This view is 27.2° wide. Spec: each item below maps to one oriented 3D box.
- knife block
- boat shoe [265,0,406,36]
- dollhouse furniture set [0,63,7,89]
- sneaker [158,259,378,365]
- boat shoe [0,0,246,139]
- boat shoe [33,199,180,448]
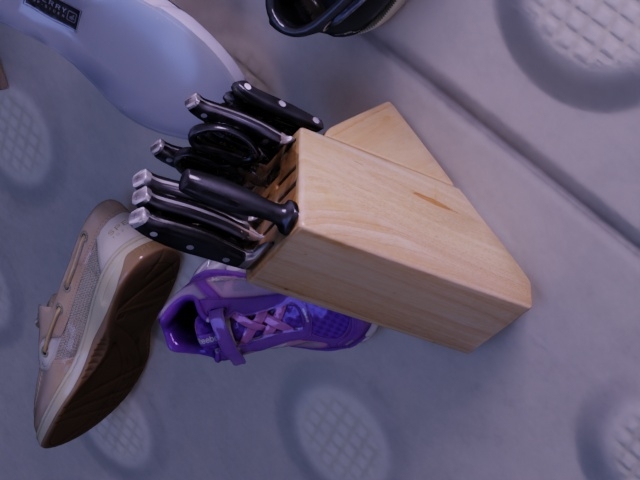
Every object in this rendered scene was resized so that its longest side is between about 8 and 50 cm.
[{"bbox_3d":[0.000,0.000,1.005,0.276,0.242,0.088,53,136,7],"label":"knife block"},{"bbox_3d":[0.049,-0.270,0.915,0.127,0.113,0.340,50,135,11],"label":"boat shoe"},{"bbox_3d":[-0.435,-0.201,1.351,0.123,0.151,0.144,-2,108,42],"label":"dollhouse furniture set"},{"bbox_3d":[-0.055,0.069,1.189,0.236,0.104,0.095,-3,107,41],"label":"sneaker"},{"bbox_3d":[-0.185,-0.196,1.164,0.306,0.105,0.113,27,122,10],"label":"boat shoe"},{"bbox_3d":[-0.240,0.091,1.365,0.098,0.109,0.302,44,128,23],"label":"boat shoe"}]
